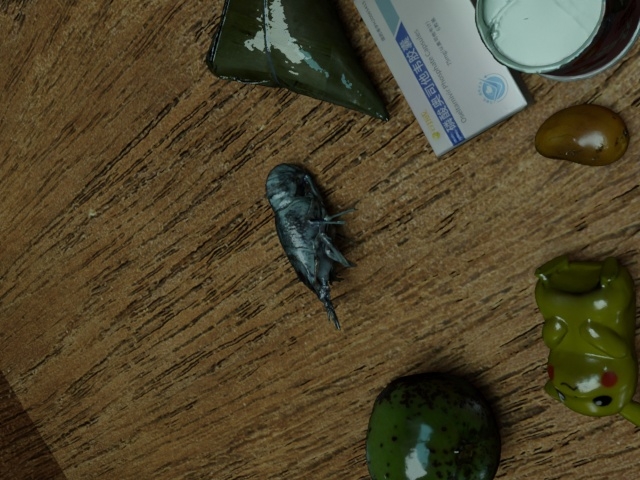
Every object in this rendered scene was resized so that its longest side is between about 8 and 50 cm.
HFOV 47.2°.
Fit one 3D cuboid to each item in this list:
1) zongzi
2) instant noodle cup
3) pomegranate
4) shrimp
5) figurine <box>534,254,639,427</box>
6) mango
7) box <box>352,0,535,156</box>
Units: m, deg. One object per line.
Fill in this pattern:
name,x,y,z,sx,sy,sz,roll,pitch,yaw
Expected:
zongzi,-0.005,-0.446,1.410,0.392,0.174,0.356,19,107,16
instant noodle cup,0.373,-0.366,1.151,0.243,0.231,0.243,9,109,28
pomegranate,0.202,0.408,1.493,0.285,0.285,0.340,65,154,0
shrimp,-0.001,-0.002,1.537,0.172,0.137,0.372,-35,83,51
figurine,0.470,0.184,1.293,0.218,0.169,0.327,5,105,47
mango,0.442,-0.180,1.251,0.159,0.084,0.105,7,102,30
box,0.222,-0.351,1.347,0.200,0.065,0.343,-29,88,35
